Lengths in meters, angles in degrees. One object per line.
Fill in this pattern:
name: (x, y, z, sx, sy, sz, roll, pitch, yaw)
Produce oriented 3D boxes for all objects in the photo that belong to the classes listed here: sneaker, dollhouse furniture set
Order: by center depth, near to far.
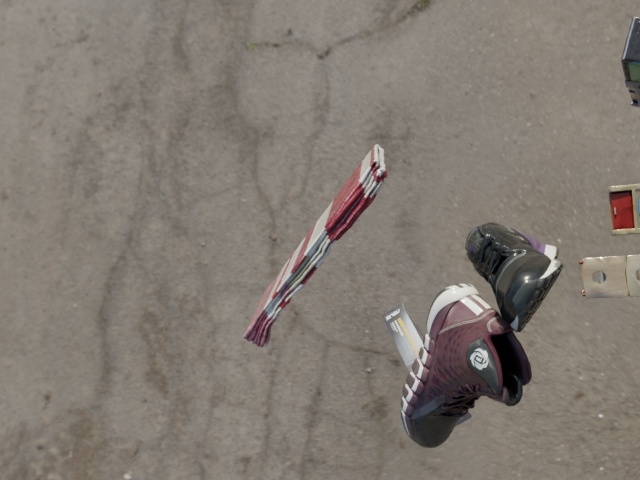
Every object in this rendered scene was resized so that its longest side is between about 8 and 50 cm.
sneaker: (0.247, 0.037, 0.929, 0.124, 0.283, 0.107, 31, 104, 11)
sneaker: (0.209, 0.216, 0.967, 0.162, 0.106, 0.281, 38, 129, 49)
dollhouse furniture set: (0.489, -0.001, 1.109, 0.129, 0.129, 0.183, -4, 86, 20)

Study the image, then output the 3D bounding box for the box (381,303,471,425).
box: (0.225, 0.267, 1.439, 0.056, 0.231, 0.183, -32, 41, 6)

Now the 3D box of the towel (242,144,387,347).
towel: (0.000, 0.000, 1.066, 0.037, 0.237, 0.329, 35, 104, -5)

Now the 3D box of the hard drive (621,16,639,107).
hard drive: (0.555, -0.192, 0.819, 0.339, 0.237, 0.064, 15, 92, 29)
